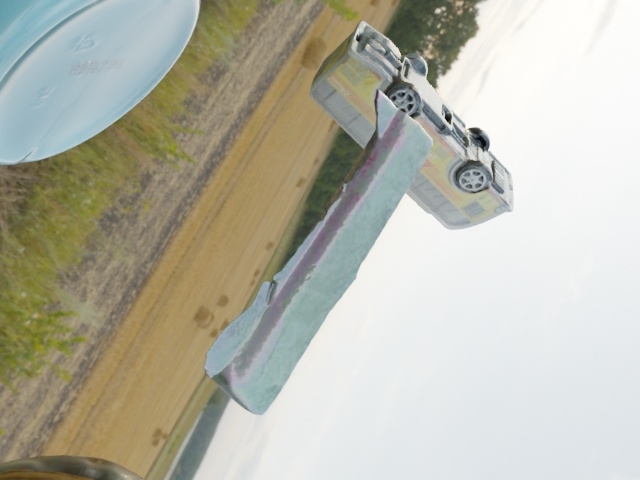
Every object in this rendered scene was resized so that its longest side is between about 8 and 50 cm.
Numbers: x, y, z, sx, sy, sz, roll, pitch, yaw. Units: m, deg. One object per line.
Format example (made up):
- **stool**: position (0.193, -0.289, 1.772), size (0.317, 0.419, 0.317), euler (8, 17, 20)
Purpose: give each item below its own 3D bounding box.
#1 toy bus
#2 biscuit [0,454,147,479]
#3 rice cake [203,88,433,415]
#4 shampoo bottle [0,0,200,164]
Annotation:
- **toy bus**: position (0.111, -0.120, 0.614), size (0.106, 0.268, 0.092), euler (-32, -152, 39)
- **biscuit**: position (-0.262, 0.364, 0.487), size (0.332, 0.332, 0.103), euler (-64, -175, -6)
- **rice cake**: position (0.001, 0.003, 0.447), size (0.051, 0.081, 0.290), euler (11, -115, 56)
- **shampoo bottle**: position (-0.360, -0.310, 0.591), size (0.331, 0.342, 0.331), euler (-42, -176, 3)
